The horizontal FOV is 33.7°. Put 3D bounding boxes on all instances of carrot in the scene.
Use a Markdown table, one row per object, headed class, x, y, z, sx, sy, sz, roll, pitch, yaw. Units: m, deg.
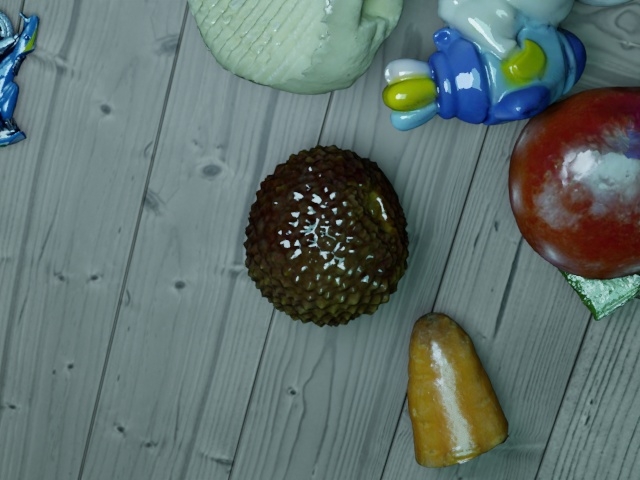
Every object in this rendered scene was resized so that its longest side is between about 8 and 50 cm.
| class | x | y | z | sx | sy | sz | roll | pitch | yaw |
| --- | --- | --- | --- | --- | --- | --- | --- | --- | --- |
| carrot | 0.201 | 0.225 | 1.671 | 0.159 | 0.159 | 0.225 | -14 | 100 | 6 |

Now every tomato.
| class | x | y | z | sx | sy | sz | roll | pitch | yaw |
| --- | --- | --- | --- | --- | --- | --- | --- | --- | --- |
| tomato | 0.446 | -0.090 | 1.538 | 0.335 | 0.176 | 0.289 | -3 | 86 | 7 |

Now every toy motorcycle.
| class | x | y | z | sx | sy | sz | roll | pitch | yaw |
| --- | --- | --- | --- | --- | --- | --- | --- | --- | --- |
| toy motorcycle | -0.505 | -0.233 | 1.627 | 0.136 | 0.092 | 0.254 | 16 | 94 | -10 |

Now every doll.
| class | x | y | z | sx | sy | sz | roll | pitch | yaw |
| --- | --- | --- | --- | --- | --- | --- | --- | --- | --- |
| doll | 0.263 | -0.304 | 1.544 | 0.376 | 0.187 | 0.365 | 19 | 93 | 10 |

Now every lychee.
| class | x | y | z | sx | sy | sz | roll | pitch | yaw |
| --- | --- | --- | --- | --- | --- | --- | --- | --- | --- |
| lychee | 0.000 | 0.000 | 1.583 | 0.268 | 0.267 | 0.267 | 1 | 103 | 2 |

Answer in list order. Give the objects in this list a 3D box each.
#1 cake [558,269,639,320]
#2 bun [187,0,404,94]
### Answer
| class | x | y | z | sx | sy | sz | roll | pitch | yaw |
| --- | --- | --- | --- | --- | --- | --- | --- | --- | --- |
| cake | 0.410 | 0.006 | 1.673 | 0.100 | 0.099 | 0.235 | -36 | 78 | 10 |
| bun | -0.029 | -0.379 | 1.482 | 0.360 | 0.211 | 0.359 | 21 | 121 | 38 |
